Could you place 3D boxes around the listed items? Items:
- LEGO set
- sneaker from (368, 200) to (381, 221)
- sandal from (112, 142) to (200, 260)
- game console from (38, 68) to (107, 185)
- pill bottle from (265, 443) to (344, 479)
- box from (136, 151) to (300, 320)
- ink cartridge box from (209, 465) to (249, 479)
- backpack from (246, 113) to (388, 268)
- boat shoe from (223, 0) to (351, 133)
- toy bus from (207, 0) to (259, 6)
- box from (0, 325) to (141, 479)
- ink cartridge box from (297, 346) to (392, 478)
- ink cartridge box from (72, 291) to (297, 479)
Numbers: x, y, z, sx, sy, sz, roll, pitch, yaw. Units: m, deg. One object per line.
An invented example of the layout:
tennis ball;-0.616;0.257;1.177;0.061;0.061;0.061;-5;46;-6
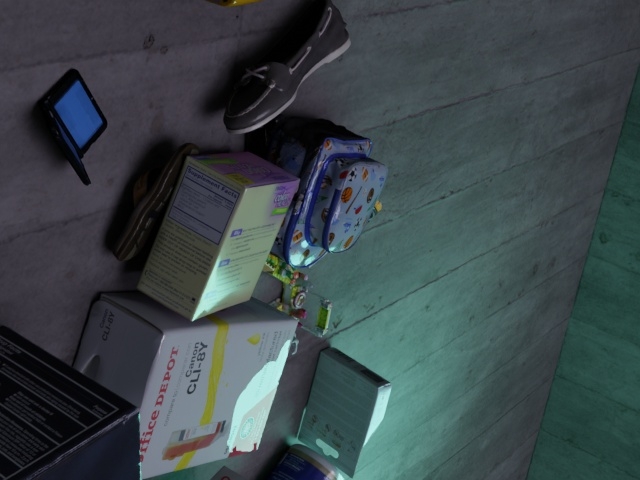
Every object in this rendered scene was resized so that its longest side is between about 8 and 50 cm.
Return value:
LEGO set;-0.050;0.114;2.037;0.132;0.107;0.287;-41;142;-35
sneaker;0.064;-0.081;2.104;0.083;0.084;0.215;-56;149;-7
sandal;-0.270;-0.068;1.625;0.219;0.060;0.090;-56;164;3
game console;-0.339;-0.159;1.445;0.071;0.107;0.122;-28;140;-5
pill bottle;-0.077;0.603;2.290;0.264;0.153;0.153;-52;146;-22
box;-0.167;-0.014;1.696;0.243;0.117;0.213;-66;162;16
ink cartridge box;-0.181;0.610;1.912;0.270;0.198;0.197;-44;142;-35
backpack;-0.015;-0.080;1.878;0.276;0.213;0.263;-3;124;-59
boat shoe;-0.069;-0.303;1.736;0.335;0.112;0.095;-48;128;-36
toy bus;-0.067;-0.450;1.597;0.333;0.130;0.108;-27;132;-46
box;-0.445;0.298;1.375;0.294;0.296;0.182;-30;134;-44
ink cartridge box;0.052;0.385;2.302;0.066;0.189;0.232;-9;118;-45
ink cartridge box;-0.241;0.244;1.782;0.385;0.160;0.279;3;109;-57
